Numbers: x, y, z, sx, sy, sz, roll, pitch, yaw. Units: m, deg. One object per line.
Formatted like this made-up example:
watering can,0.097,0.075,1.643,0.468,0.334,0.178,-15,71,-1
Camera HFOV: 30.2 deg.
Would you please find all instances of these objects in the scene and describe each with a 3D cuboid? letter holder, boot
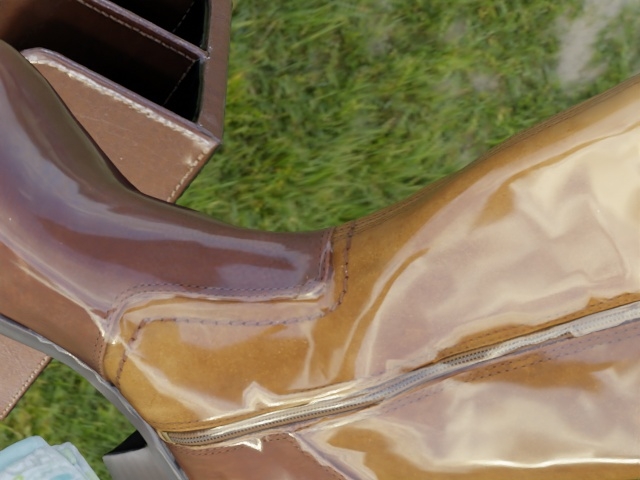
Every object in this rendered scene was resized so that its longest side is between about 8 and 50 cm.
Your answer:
letter holder,-0.224,-0.056,0.748,0.214,0.302,0.152,25,39,-23
boot,0.000,0.000,0.427,0.264,0.280,0.096,63,34,-11

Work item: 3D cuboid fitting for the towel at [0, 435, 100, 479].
towel,-0.330,0.385,1.180,0.374,0.090,0.320,-26,58,-37
